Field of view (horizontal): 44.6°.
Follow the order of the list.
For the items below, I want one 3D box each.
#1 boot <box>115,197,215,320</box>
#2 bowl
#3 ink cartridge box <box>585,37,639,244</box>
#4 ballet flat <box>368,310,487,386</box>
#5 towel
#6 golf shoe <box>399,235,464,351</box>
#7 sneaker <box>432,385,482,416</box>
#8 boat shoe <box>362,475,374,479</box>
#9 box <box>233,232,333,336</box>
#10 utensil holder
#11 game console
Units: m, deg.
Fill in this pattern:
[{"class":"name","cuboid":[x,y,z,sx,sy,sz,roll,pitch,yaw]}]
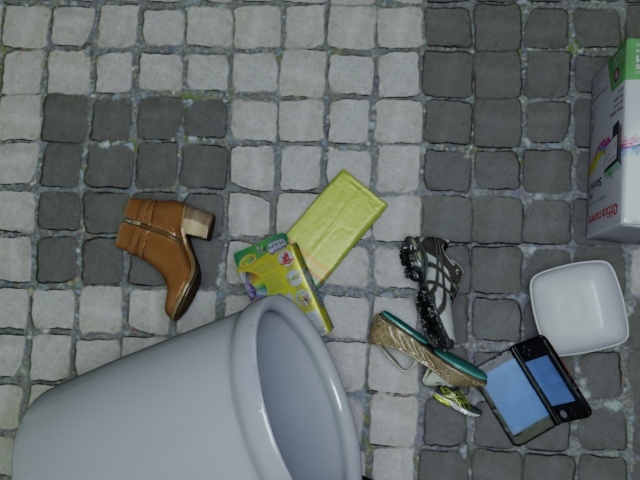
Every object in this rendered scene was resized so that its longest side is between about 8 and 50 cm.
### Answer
[{"class":"boot","cuboid":[-0.271,0.027,1.300,0.152,0.073,0.197,13,72,4]},{"class":"bowl","cuboid":[0.408,0.108,1.252,0.142,0.053,0.142,-12,84,2]},{"class":"ink cartridge box","cuboid":[0.493,-0.141,1.200,0.117,0.201,0.278,4,84,5]},{"class":"ballet flat","cuboid":[0.167,0.191,1.257,0.206,0.073,0.067,32,98,15]},{"class":"towel","cuboid":[0.000,0.000,1.310,0.102,0.021,0.237,40,87,4]},{"class":"golf shoe","cuboid":[0.195,0.076,1.243,0.094,0.077,0.198,-9,66,-11]},{"class":"sneaker","cuboid":[0.224,0.256,1.258,0.083,0.031,0.035,25,85,6]},{"class":"boat shoe","cuboid":[0.087,0.413,1.242,0.152,0.056,0.049,23,90,16]},{"class":"box","cuboid":[-0.062,0.083,1.270,0.105,0.043,0.179,-22,94,14]},{"class":"utensil holder","cuboid":[-0.179,0.294,1.106,0.385,0.327,0.328,-23,82,16]},{"class":"game console","cuboid":[0.330,0.238,1.230,0.085,0.124,0.144,-27,82,-26]}]
